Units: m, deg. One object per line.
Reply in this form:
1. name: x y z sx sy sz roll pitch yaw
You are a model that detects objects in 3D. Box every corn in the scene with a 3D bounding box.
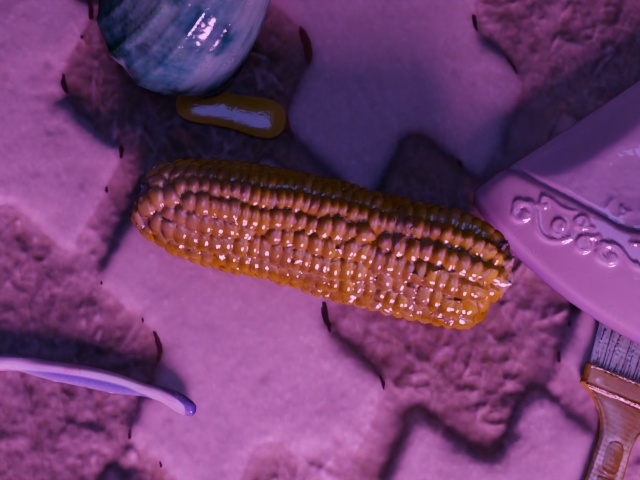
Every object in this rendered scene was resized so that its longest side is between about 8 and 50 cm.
1. corn: 0.000 0.000 1.026 0.291 0.101 0.101 11 79 0

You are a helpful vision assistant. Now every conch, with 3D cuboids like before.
1. conch: -0.122 -0.234 1.041 0.202 0.134 0.196 29 67 -1

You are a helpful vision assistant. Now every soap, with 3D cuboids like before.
1. soap: -0.071 -0.104 1.084 0.089 0.012 0.034 12 79 -1

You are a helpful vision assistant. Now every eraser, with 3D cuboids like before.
1. eraser: 0.271 0.000 1.055 0.204 0.059 0.243 -34 76 -11

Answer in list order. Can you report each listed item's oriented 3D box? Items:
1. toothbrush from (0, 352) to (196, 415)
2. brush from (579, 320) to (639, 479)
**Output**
1. toothbrush: -0.225 0.098 1.033 0.269 0.021 0.027 12 84 -1
2. brush: 0.223 0.169 1.050 0.082 0.010 0.218 20 79 1
